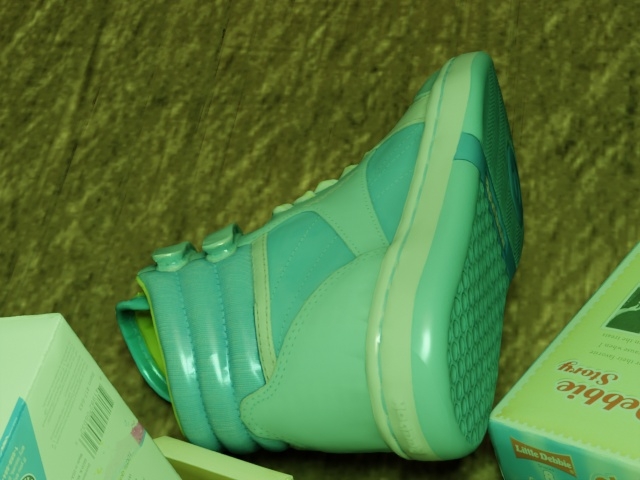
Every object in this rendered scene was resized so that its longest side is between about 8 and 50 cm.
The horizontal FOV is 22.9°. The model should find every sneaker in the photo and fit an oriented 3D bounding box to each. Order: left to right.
[{"bbox_3d":[0.000,0.000,0.890,0.208,0.127,0.319,-7,30,19],"label":"sneaker"}]

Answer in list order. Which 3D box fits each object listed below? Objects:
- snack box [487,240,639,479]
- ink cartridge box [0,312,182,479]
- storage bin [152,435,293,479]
[{"bbox_3d":[0.260,0.084,0.762,0.322,0.060,0.187,14,47,43],"label":"snack box"},{"bbox_3d":[-0.120,0.111,0.627,0.090,0.143,0.092,-5,45,24],"label":"ink cartridge box"},{"bbox_3d":[-0.021,0.217,0.689,0.262,0.123,0.260,15,51,18],"label":"storage bin"}]
